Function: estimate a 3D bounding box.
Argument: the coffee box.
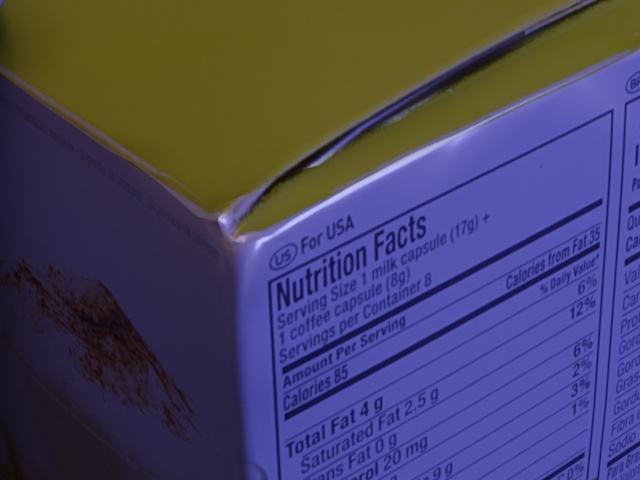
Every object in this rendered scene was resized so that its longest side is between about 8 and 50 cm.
[{"bbox_3d":[0.000,0.000,0.697,0.338,0.334,0.338,-26,42,-31],"label":"coffee box"}]

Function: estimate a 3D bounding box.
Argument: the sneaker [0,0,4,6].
[{"bbox_3d":[-0.223,-0.159,0.548,0.180,0.124,0.321,-15,37,-14],"label":"sneaker"}]
